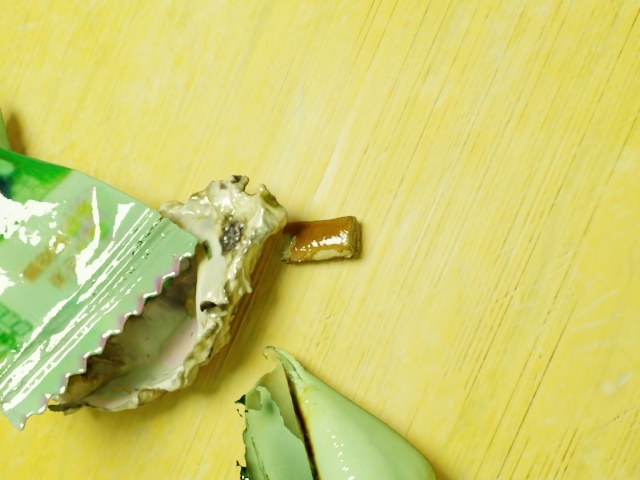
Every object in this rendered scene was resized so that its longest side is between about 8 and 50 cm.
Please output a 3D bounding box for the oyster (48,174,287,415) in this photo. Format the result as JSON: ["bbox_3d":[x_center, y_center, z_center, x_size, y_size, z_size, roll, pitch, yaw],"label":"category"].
[{"bbox_3d":[-0.165,0.071,0.881,0.354,0.107,0.201,-33,56,25],"label":"oyster"}]

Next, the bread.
[{"bbox_3d":[0.000,0.000,0.856,0.083,0.036,0.047,-6,75,19],"label":"bread"}]

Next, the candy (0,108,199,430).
[{"bbox_3d":[-0.348,0.001,0.861,0.398,0.172,0.263,32,85,29],"label":"candy"}]

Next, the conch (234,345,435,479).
[{"bbox_3d":[-0.002,0.225,0.782,0.250,0.137,0.143,30,96,18],"label":"conch"}]
